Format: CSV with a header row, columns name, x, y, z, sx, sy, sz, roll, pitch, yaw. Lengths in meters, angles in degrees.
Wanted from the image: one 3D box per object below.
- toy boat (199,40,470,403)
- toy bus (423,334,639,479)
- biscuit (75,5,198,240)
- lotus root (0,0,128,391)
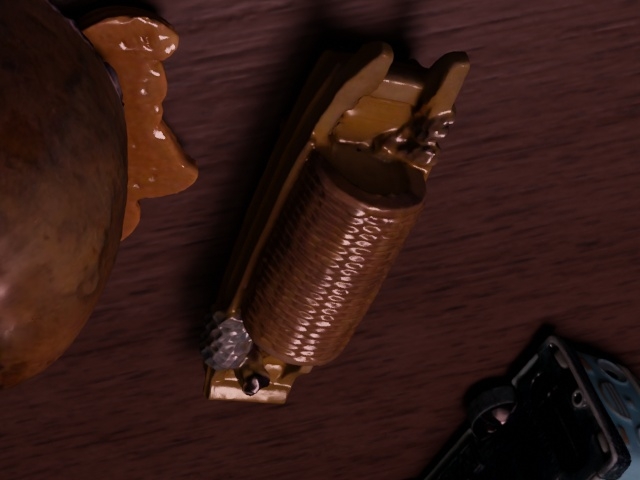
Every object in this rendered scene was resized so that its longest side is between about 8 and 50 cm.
name,x,y,z,sx,sy,sz,roll,pitch,yaw
toy boat,0.000,0.000,0.907,0.089,0.115,0.310,11,127,-24
toy bus,0.174,0.213,1.138,0.165,0.133,0.271,14,127,-33
biscuit,-0.168,-0.044,0.873,0.162,0.035,0.250,29,117,-27
lotus root,-0.240,-0.015,0.761,0.272,0.192,0.272,-3,135,-3
